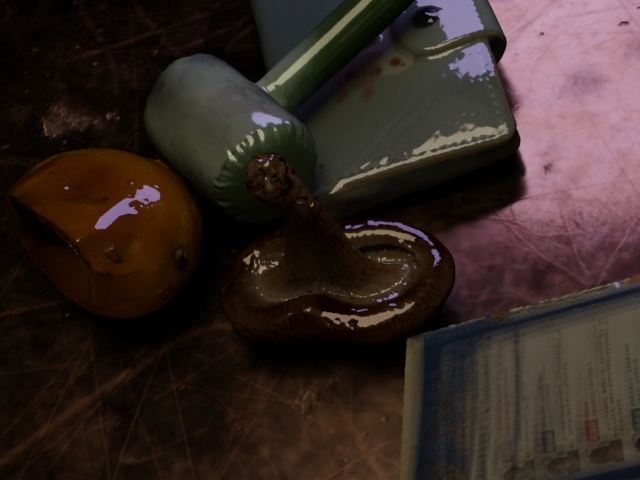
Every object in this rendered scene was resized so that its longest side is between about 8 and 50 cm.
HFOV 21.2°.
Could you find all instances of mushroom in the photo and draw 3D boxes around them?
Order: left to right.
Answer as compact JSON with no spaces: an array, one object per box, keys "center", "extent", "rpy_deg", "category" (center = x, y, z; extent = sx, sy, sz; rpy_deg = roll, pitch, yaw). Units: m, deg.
[{"center":[0.000,0.000,1.554],"extent":[0.227,0.217,0.148],"rpy_deg":[-7,50,11],"category":"mushroom"}]

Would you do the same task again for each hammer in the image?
[{"center":[-0.014,-0.176,1.701],"extent":[0.335,0.119,0.206],"rpy_deg":[-44,47,-6],"category":"hammer"}]

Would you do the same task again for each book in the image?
[{"center":[0.215,0.129,1.425],"extent":[0.322,0.018,0.228],"rpy_deg":[-16,41,22],"category":"book"}]

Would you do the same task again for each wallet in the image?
[{"center":[0.065,-0.190,1.786],"extent":[0.252,0.083,0.360],"rpy_deg":[-21,50,6],"category":"wallet"}]

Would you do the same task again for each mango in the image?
[{"center":[-0.210,-0.016,1.690],"extent":[0.166,0.136,0.236],"rpy_deg":[-29,41,-29],"category":"mango"}]
